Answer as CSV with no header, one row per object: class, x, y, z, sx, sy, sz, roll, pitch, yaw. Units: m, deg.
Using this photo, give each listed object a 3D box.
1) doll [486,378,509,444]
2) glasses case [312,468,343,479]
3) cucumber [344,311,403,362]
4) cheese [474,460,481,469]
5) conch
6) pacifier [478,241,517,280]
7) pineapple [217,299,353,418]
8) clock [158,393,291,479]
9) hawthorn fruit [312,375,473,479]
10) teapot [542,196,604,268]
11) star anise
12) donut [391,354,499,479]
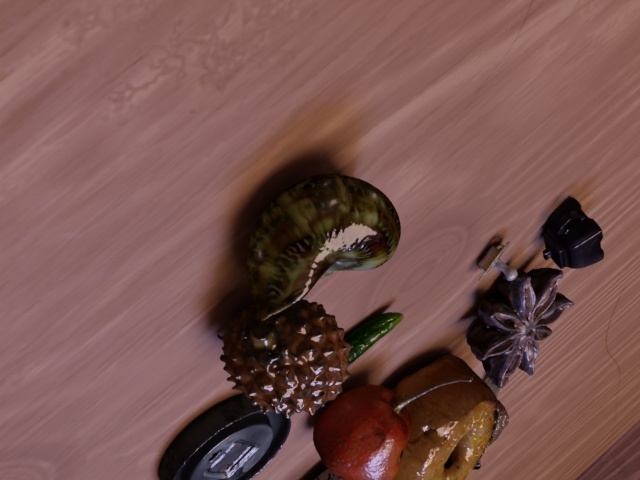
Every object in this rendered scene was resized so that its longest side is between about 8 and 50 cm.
doll,0.345,0.388,1.953,0.221,0.115,0.105,-57,153,6
glasses case,0.063,0.516,1.792,0.137,0.085,0.355,-41,150,2
cucumber,0.058,0.158,1.387,0.168,0.039,0.039,-36,149,-16
cheese,0.259,0.460,1.903,0.036,0.162,0.086,-73,172,-45
conch,-0.001,-0.003,1.044,0.187,0.124,0.181,-39,165,35
pacifier,0.302,0.043,1.506,0.083,0.064,0.068,-56,165,21
pineapple,-0.049,0.137,1.116,0.166,0.166,0.193,-43,154,-1
clock,-0.142,0.313,1.342,0.215,0.042,0.215,-30,147,-21
hawthorn fruit,0.117,0.288,1.482,0.285,0.165,0.165,-44,151,22
teapot,0.438,0.002,1.599,0.096,0.087,0.177,-32,149,0
star anise,0.353,0.148,1.658,0.223,0.109,0.236,-49,135,-15
donut,0.213,0.359,1.693,0.317,0.150,0.299,-4,122,-53
